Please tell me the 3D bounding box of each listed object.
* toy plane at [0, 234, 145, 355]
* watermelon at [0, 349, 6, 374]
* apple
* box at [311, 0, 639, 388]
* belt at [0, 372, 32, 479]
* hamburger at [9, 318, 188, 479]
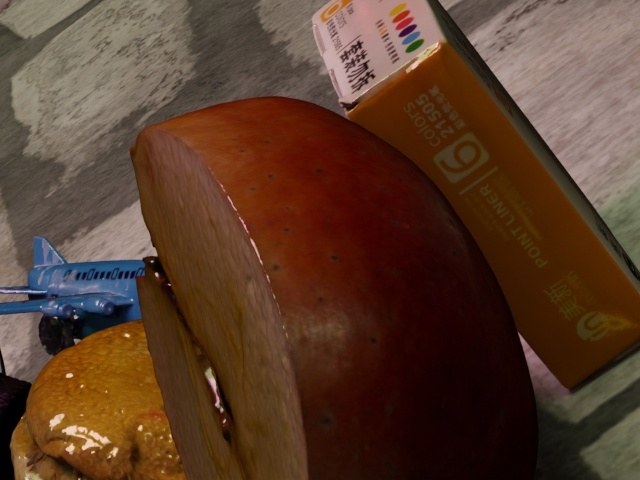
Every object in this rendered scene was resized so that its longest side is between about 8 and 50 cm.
[{"bbox_3d":[-0.189,0.056,1.721,0.271,0.105,0.254,16,17,43],"label":"toy plane"},{"bbox_3d":[-0.402,0.193,1.711,0.305,0.180,0.224,-36,32,-31],"label":"watermelon"},{"bbox_3d":[-0.023,0.089,1.168,0.329,0.295,0.365,-45,44,19],"label":"apple"},{"bbox_3d":[0.114,-0.052,1.330,0.091,0.274,0.221,-36,21,10],"label":"box"},{"bbox_3d":[-0.310,0.233,1.481,0.184,0.164,0.289,101,-173,-67],"label":"belt"},{"bbox_3d":[-0.158,0.157,1.447,0.156,0.144,0.283,2,21,-7],"label":"hamburger"}]
